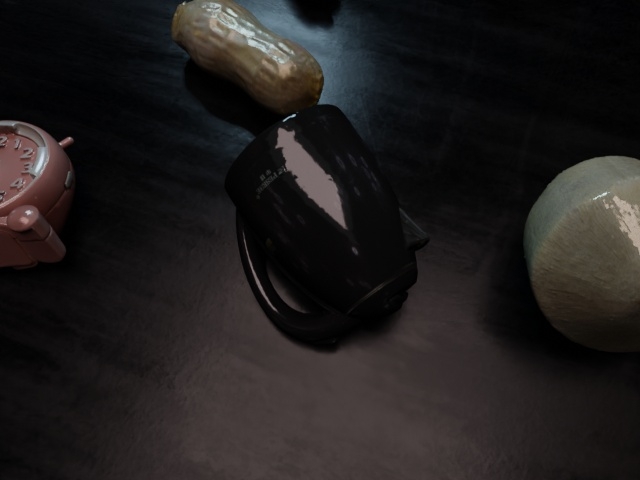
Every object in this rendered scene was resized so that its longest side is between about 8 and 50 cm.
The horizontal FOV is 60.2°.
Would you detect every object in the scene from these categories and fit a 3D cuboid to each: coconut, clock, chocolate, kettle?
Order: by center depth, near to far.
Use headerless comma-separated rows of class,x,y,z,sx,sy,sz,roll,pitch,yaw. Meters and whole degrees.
coconut,0.390,0.023,0.712,0.237,0.238,0.266,18,25,9
kettle,0.000,0.000,0.802,0.268,0.207,0.290,-38,78,18
clock,-0.501,-0.078,0.872,0.226,0.142,0.241,-4,58,0
chocolate,-0.125,-0.322,0.951,0.309,0.134,0.134,33,73,15
